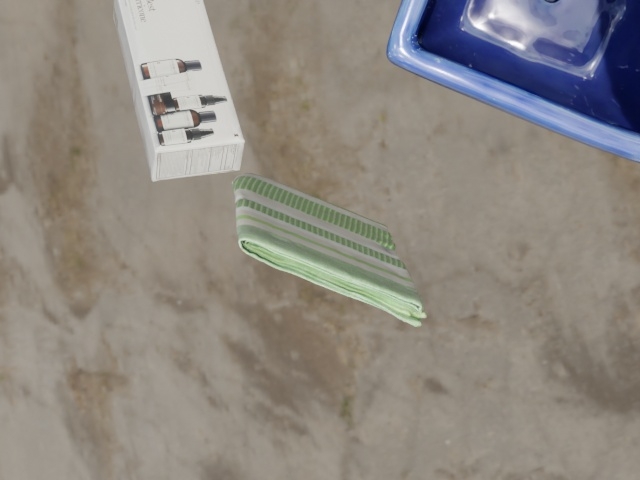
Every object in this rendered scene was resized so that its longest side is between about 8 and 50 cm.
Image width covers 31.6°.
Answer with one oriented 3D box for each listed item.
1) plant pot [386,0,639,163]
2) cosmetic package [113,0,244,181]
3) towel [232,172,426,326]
[{"bbox_3d":[0.189,-0.205,0.879,0.212,0.236,0.236,-83,14,-82],"label":"plant pot"},{"bbox_3d":[-0.159,-0.182,1.241,0.060,0.099,0.239,110,147,-55],"label":"cosmetic package"},{"bbox_3d":[0.000,0.000,1.453,0.038,0.248,0.325,-64,13,14],"label":"towel"}]
